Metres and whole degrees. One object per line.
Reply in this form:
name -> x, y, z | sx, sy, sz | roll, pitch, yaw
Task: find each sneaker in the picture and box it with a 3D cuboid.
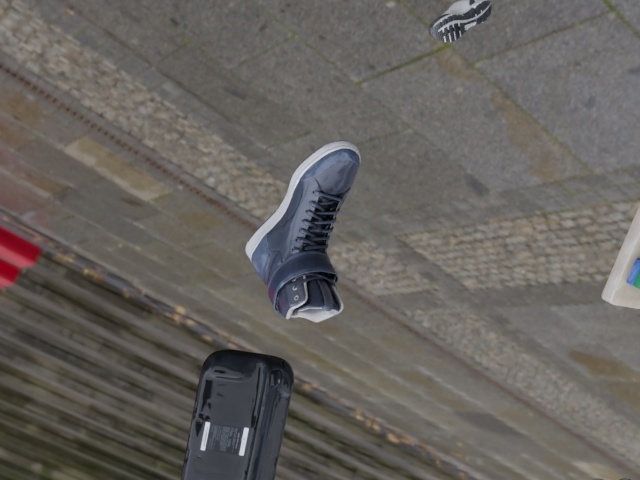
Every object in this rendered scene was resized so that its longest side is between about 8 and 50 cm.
sneaker -> 0.192, -0.316, 1.194 | 0.044, 0.109, 0.040 | 36, 146, 42
sneaker -> 0.001, 0.001, 1.050 | 0.086, 0.163, 0.226 | 12, 127, -36

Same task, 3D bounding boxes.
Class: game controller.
game controller -> -0.151, 0.350, 1.492 | 0.166, 0.319, 0.067 | 12, -169, 0

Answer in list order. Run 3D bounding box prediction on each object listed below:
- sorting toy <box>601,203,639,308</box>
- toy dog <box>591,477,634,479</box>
sorting toy -> 0.638, 0.014, 1.416 | 0.255, 0.257, 0.089 | 10, -164, -31
toy dog -> 0.257, 0.414, 0.991 | 0.161, 0.334, 0.220 | 35, 149, 5
